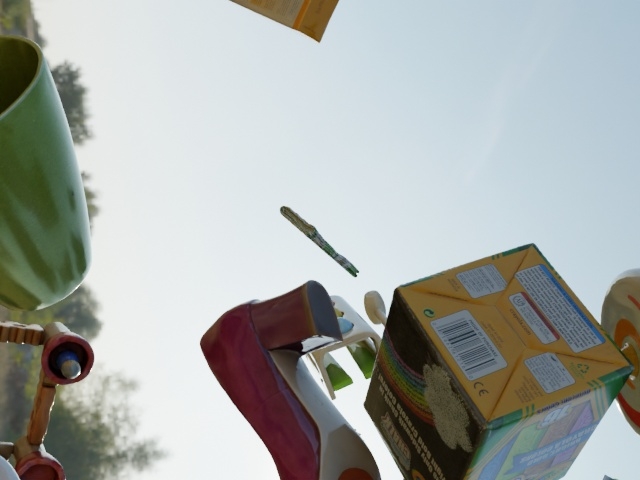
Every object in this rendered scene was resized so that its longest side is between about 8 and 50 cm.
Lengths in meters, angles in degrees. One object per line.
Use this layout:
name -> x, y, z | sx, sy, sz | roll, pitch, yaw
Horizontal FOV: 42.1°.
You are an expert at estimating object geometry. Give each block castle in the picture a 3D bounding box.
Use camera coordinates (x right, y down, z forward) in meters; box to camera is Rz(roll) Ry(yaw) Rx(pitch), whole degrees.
block castle -> -0.617, 0.259, 1.315 | 0.213, 0.453, 0.303 | 20, -83, 62

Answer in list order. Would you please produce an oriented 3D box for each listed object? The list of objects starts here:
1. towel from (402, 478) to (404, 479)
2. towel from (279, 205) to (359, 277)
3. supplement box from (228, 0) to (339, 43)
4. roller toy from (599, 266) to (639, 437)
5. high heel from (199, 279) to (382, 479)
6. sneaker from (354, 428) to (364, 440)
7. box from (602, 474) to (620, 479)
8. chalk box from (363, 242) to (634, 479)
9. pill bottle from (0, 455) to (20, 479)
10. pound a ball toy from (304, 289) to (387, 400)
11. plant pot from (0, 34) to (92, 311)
towel -> 0.244, 0.590, 1.619 | 0.037, 0.237, 0.329 | -16, -124, 64
towel -> 0.000, 0.000, 1.463 | 0.023, 0.152, 0.113 | -48, -139, 0
supplement box -> -0.031, -0.205, 0.662 | 0.098, 0.036, 0.062 | 33, -78, 30
roller toy -> 0.380, 0.114, 0.864 | 0.191, 0.146, 0.209 | 88, -7, -57
high heel -> -0.042, 0.239, 0.938 | 0.181, 0.127, 0.377 | -27, -126, 27
sneaker -> 0.011, 0.365, 1.455 | 0.234, 0.106, 0.078 | 52, 19, -40
box -> 0.564, 0.503, 1.489 | 0.109, 0.178, 0.042 | -64, -159, -9
chalk box -> 0.171, 0.178, 0.903 | 0.289, 0.179, 0.180 | 98, -31, -48
pill bottle -> -0.313, 0.304, 0.721 | 0.136, 0.136, 0.246 | -118, -154, -47
pound a ball toy -> 0.063, 0.174, 1.667 | 0.319, 0.208, 0.136 | -136, -153, -74
plant pot -> -0.411, -0.058, 1.046 | 0.275, 0.275, 0.293 | -119, -173, -48
